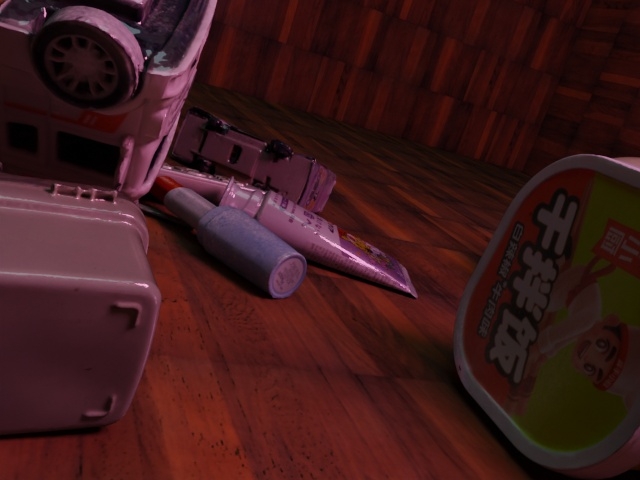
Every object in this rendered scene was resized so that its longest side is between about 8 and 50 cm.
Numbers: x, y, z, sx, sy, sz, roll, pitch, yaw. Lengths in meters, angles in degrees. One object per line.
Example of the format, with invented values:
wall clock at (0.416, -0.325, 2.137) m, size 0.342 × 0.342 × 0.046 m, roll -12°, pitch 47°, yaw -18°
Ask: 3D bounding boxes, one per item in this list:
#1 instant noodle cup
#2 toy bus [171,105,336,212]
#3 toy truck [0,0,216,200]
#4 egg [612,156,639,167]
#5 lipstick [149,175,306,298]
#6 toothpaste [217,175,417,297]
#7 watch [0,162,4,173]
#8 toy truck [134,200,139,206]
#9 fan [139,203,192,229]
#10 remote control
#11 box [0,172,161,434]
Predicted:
instant noodle cup at (0.341, 0.098, 0.635) m, size 0.308 × 0.293 × 0.294 m, roll 19°, pitch 14°, yaw -24°
toy bus at (-0.119, -0.141, 1.190) m, size 0.317 × 0.112 × 0.138 m, roll 28°, pitch 8°, yaw 29°
toy truck at (-0.288, -0.155, 0.495) m, size 0.388 × 0.206 × 0.173 m, roll 16°, pitch 44°, yaw -8°
egg at (0.467, 0.009, 1.001) m, size 0.278 × 0.278 × 0.336 m, roll 26°, pitch 19°, yaw 27°
lipstick at (-0.128, -0.018, 0.817) m, size 0.068 × 0.061 × 0.274 m, roll -26°, pitch 43°, yaw -35°
toothpaste at (0.000, 0.000, 0.916) m, size 0.299 × 0.073 × 0.114 m, roll 23°, pitch 15°, yaw -11°
watch at (-0.336, -0.147, 0.725) m, size 0.232 × 0.196 × 0.244 m, roll 4°, pitch -22°, yaw -17°
toy truck at (-0.239, -0.021, 0.626) m, size 0.098 × 0.114 × 0.227 m, roll -15°, pitch 30°, yaw -25°
fan at (-0.332, -0.081, 0.911) m, size 0.295 × 0.012 × 0.223 m, roll 11°, pitch 16°, yaw -23°
remote control at (-0.208, -0.081, 0.958) m, size 0.313 × 0.055 × 0.109 m, roll 13°, pitch 7°, yaw -21°
box at (-0.212, 0.036, 0.405) m, size 0.210 × 0.147 × 0.129 m, roll 6°, pitch 28°, yaw -32°
